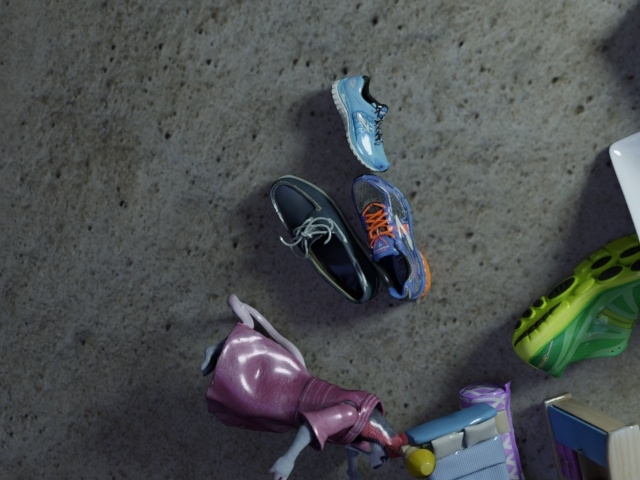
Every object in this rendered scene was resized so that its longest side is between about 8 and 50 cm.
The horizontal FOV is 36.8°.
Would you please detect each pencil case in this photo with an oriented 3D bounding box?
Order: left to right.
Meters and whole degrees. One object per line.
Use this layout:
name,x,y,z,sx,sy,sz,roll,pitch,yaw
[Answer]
pencil case,0.278,0.327,1.534,0.088,0.086,0.206,-7,101,40

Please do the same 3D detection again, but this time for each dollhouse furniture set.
dollhouse furniture set,0.299,0.395,1.404,0.303,0.198,0.287,-15,98,-12

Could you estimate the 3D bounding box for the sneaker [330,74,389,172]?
sneaker,0.075,-0.184,1.510,0.073,0.063,0.162,-21,94,23

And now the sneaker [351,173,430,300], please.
sneaker,0.109,-0.003,1.526,0.083,0.087,0.221,-25,92,25

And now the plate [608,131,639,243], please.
plate,0.554,-0.064,1.283,0.278,0.045,0.277,-25,55,26

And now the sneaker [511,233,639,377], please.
sneaker,0.423,0.096,1.423,0.295,0.109,0.123,-39,112,23

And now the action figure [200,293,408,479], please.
action figure,-0.005,0.274,1.618,0.370,0.248,0.276,12,80,21

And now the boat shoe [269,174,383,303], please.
boat shoe,0.000,0.000,1.577,0.095,0.079,0.255,-38,86,26
